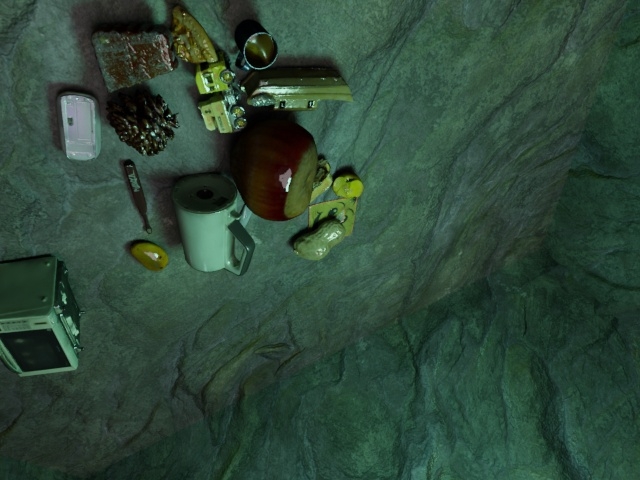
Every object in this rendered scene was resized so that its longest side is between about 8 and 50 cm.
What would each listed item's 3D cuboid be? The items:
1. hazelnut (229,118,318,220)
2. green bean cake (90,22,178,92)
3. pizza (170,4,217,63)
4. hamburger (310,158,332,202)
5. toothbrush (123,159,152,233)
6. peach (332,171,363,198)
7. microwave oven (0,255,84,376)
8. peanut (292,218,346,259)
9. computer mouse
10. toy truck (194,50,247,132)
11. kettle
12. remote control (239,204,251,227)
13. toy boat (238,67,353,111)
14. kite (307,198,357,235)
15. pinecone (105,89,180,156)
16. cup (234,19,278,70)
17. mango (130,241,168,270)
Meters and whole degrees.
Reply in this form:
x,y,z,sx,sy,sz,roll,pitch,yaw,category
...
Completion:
x,y,z,sx,sy,sz,roll,pitch,yaw,category
-0.176,-0.282,1.654,0.359,0.359,0.409,-6,137,-27,hazelnut
-0.555,-0.553,1.270,0.232,0.097,0.199,-5,133,-3,green bean cake
-0.424,-0.626,1.303,0.161,0.062,0.182,-8,123,28,pizza
-0.044,-0.258,1.919,0.262,0.124,0.131,-38,158,17,hamburger
-0.718,-0.160,1.661,0.040,0.041,0.364,-14,138,-18,toothbrush
0.140,-0.269,2.009,0.151,0.118,0.151,10,129,12,peach
-1.123,0.315,1.681,0.247,0.333,0.394,-8,137,-20,microwave oven
0.002,0.009,2.163,0.291,0.159,0.143,-30,161,0,peanut
-0.794,-0.376,1.374,0.125,0.056,0.245,-4,134,-28,computer mouse
-0.359,-0.503,1.460,0.157,0.124,0.272,-15,142,-5,toy truck
-0.429,-0.040,1.745,0.250,0.361,0.377,-54,163,-42,kettle
-0.343,-0.124,1.935,0.049,0.027,0.184,7,127,-37,remote control
-0.076,-0.554,1.571,0.445,0.136,0.162,-11,142,-23,toy boat
0.075,-0.120,2.203,0.327,0.013,0.377,-42,137,13,kite
-0.580,-0.394,1.384,0.221,0.221,0.221,-17,139,-15,pinecone
-0.230,-0.642,1.374,0.150,0.138,0.113,-30,140,0,cup
-0.749,0.067,1.844,0.115,0.090,0.178,-24,133,4,mango
